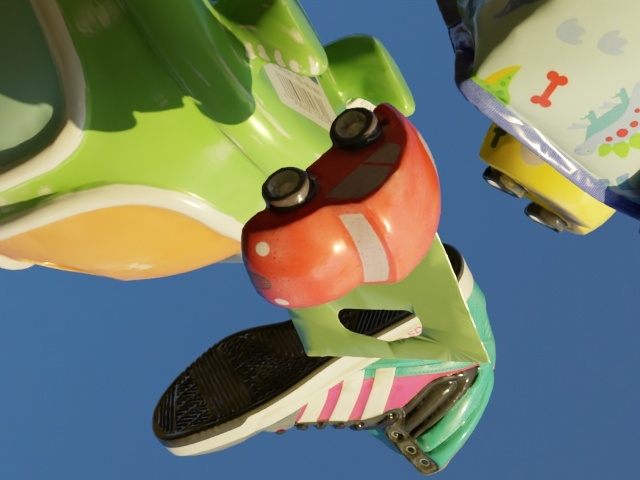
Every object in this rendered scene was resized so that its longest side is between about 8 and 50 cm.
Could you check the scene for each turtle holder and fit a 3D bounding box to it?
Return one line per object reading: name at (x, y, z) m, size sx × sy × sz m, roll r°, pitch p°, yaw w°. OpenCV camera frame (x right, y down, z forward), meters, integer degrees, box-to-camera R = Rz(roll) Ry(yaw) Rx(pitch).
turtle holder at (-0.126, -0.126, 0.927) m, size 0.227 × 0.243 × 0.320 m, roll -32°, pitch -83°, yaw 15°

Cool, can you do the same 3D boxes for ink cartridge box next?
ink cartridge box at (0.000, 0.000, 1.195) m, size 0.171 × 0.235 × 0.056 m, roll 0°, pitch -148°, yaw 39°

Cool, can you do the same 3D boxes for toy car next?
toy car at (0.078, -0.085, 0.758) m, size 0.053 × 0.239 × 0.225 m, roll 28°, pitch -61°, yaw 41°

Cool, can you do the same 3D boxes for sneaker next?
sneaker at (0.023, 0.135, 1.469) m, size 0.296 × 0.178 × 0.123 m, roll -27°, pitch -145°, yaw 12°

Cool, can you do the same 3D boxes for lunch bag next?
lunch bag at (0.132, -0.070, 0.582) m, size 0.129 × 0.151 × 0.096 m, roll -40°, pitch -145°, yaw 24°
